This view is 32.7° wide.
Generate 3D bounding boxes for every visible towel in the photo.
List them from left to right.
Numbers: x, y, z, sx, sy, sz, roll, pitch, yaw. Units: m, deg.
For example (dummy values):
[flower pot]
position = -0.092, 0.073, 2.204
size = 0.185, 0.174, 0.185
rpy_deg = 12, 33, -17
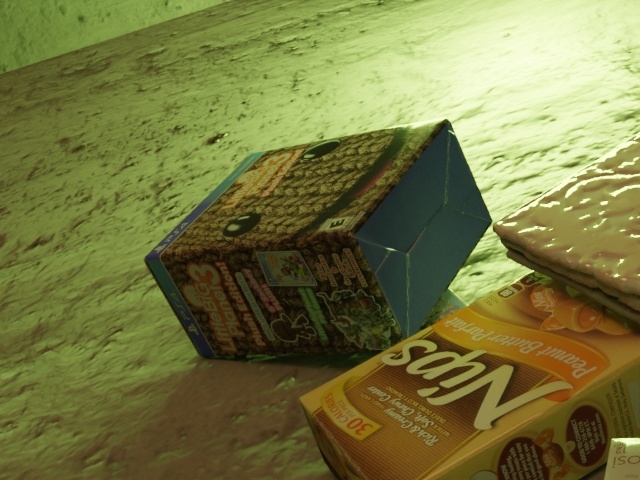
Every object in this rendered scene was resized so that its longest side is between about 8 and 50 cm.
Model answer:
[towel]
position = 0.363, -0.028, 0.938
size = 0.317, 0.053, 0.332
rpy_deg = -31, 28, -15

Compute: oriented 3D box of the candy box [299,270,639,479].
[candy box]
position = 0.162, 0.132, 0.941
size = 0.316, 0.088, 0.183
rpy_deg = -27, 27, -13

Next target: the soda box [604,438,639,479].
[soda box]
position = 0.214, 0.214, 0.617
size = 0.069, 0.216, 0.074
rpy_deg = -7, 30, 28

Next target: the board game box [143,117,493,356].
[board game box]
position = 0.000, 0.000, 1.200
size = 0.291, 0.141, 0.232
rpy_deg = -7, 30, 38

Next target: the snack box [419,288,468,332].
[snack box]
position = 0.119, 0.079, 1.137
size = 0.064, 0.022, 0.178
rpy_deg = -26, 28, -9
